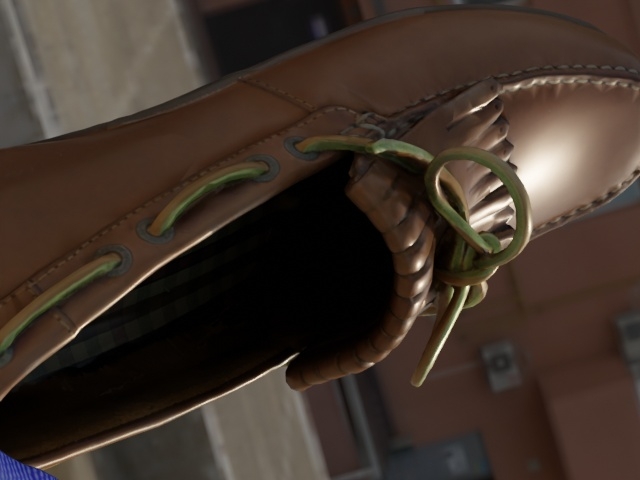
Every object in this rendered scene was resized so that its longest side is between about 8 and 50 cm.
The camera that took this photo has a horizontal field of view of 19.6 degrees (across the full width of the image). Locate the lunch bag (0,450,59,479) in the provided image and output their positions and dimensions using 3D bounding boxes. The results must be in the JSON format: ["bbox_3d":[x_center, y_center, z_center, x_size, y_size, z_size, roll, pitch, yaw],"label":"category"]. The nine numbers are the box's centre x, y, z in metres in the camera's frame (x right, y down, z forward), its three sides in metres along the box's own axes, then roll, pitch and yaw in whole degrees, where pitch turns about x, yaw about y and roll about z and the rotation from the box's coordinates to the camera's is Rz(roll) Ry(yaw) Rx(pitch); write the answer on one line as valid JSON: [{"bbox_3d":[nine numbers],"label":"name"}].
[{"bbox_3d":[-0.222,0.162,0.282,0.239,0.385,0.328,-30,-128,50],"label":"lunch bag"}]

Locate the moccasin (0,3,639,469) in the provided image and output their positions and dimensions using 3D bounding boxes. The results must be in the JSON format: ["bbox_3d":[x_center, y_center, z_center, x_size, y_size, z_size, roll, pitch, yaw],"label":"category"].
[{"bbox_3d":[0.001,-0.003,0.731,0.147,0.380,0.139,43,-49,36],"label":"moccasin"}]
